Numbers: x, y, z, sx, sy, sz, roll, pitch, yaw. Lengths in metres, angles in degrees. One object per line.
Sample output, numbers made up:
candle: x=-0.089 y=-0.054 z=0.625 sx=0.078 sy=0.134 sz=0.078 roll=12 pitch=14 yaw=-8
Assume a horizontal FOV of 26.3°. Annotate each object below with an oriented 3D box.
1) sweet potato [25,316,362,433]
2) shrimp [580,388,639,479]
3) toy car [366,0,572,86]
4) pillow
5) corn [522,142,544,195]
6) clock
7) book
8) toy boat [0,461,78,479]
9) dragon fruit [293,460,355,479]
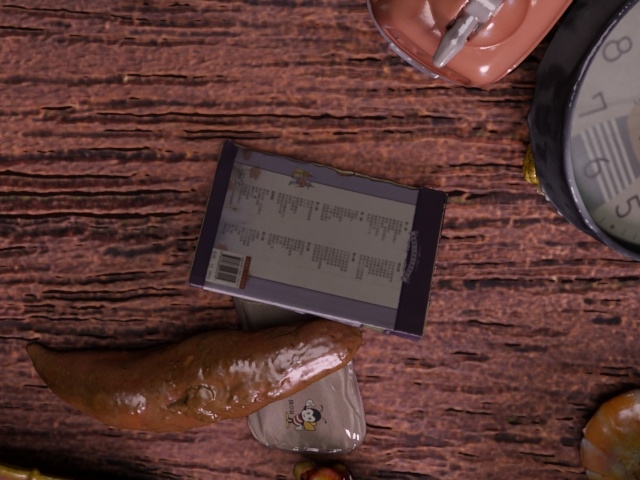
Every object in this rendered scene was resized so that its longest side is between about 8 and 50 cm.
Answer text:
sweet potato: x=-0.126 y=0.140 z=1.369 sx=0.355 sy=0.095 sz=0.106 roll=-6 pitch=96 yaw=15
shrimp: x=0.390 y=0.239 z=1.438 sx=0.249 sy=0.068 sz=0.150 roll=20 pitch=117 yaw=-1
toy car: x=0.161 y=-0.261 z=1.207 sx=0.180 sy=0.212 sz=0.270 roll=34 pitch=103 yaw=-10
pillow: x=-0.023 y=0.114 z=1.402 sx=0.131 sy=0.038 sz=0.232 roll=-1 pitch=107 yaw=10
corn: x=0.258 y=-0.135 z=1.320 sx=0.072 sy=0.072 sz=0.203 roll=22 pitch=103 yaw=-7
clock: x=0.350 y=-0.127 z=1.272 sx=0.325 sy=0.067 sz=0.325 roll=-9 pitch=118 yaw=-16
book: x=0.000 y=0.000 z=1.331 sx=0.231 sy=0.026 sz=0.157 roll=13 pitch=68 yaw=-3
toy boat: x=-0.277 y=0.270 z=1.417 sx=0.318 sy=0.099 sz=0.141 roll=20 pitch=146 yaw=-7
dragon fruit: x=0.029 y=0.318 z=1.422 sx=0.133 sy=0.150 sz=0.207 roll=-31 pitch=99 yaw=-23
